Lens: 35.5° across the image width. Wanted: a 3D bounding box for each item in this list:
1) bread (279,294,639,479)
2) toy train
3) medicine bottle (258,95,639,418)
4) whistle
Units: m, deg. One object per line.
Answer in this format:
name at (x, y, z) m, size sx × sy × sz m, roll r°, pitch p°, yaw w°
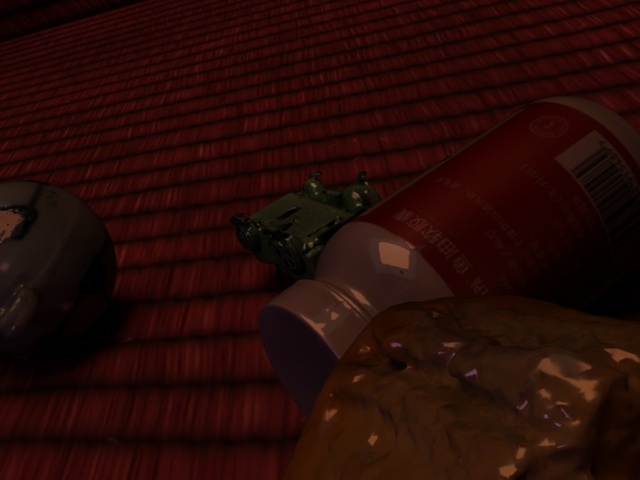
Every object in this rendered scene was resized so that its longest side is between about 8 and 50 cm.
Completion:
bread at (0.080, 0.102, 0.418) m, size 0.262 × 0.163 × 0.204 m, roll -23°, pitch 12°, yaw -24°
toy train at (0.000, 0.000, 0.800) m, size 0.099 × 0.081 × 0.149 m, roll -33°, pitch 21°, yaw -23°
medicine bottle at (0.091, 0.017, 0.613) m, size 0.250 × 0.131 × 0.131 m, roll -33°, pitch 26°, yaw -24°
whistle at (-0.259, 0.011, 0.891) m, size 0.163 × 0.164 × 0.290 m, roll -22°, pitch 25°, yaw -1°
